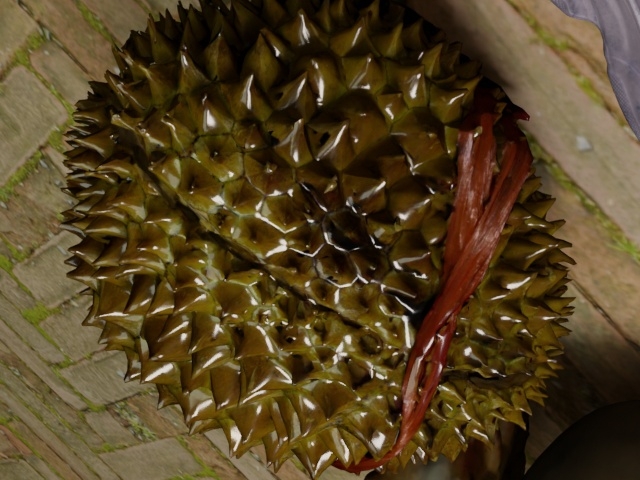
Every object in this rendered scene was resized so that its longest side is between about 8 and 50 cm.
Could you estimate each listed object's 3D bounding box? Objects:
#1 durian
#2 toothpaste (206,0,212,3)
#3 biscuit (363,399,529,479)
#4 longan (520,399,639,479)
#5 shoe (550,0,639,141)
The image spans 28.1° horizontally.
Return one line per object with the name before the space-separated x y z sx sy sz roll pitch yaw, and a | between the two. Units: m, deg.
durian | 0.002 -0.002 0.895 0.384 0.347 0.347 45 150 -2
toothpaste | -0.173 -0.272 0.948 0.328 0.110 0.077 23 147 30
biscuit | 0.105 0.248 1.093 0.103 0.332 0.332 9 140 16
longan | 0.275 0.256 0.988 0.300 0.243 0.300 25 164 8
shoe | 0.213 -0.132 0.702 0.245 0.095 0.138 53 152 -6
